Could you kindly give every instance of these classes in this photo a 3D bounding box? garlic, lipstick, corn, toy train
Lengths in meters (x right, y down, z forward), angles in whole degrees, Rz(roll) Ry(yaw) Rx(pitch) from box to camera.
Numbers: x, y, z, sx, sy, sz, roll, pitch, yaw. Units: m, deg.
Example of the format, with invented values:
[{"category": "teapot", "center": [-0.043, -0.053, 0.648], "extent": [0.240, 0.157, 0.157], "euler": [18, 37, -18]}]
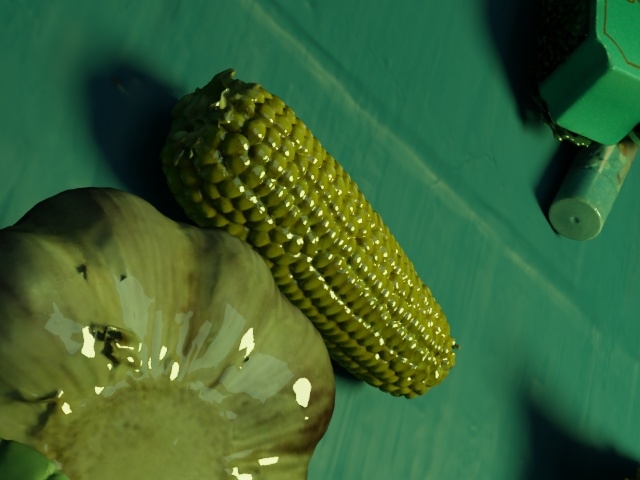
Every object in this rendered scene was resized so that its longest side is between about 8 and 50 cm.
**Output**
[{"category": "garlic", "center": [-0.119, 0.092, 0.669], "extent": [0.245, 0.160, 0.245], "euler": [-6, 101, -35]}, {"category": "lipstick", "center": [0.244, -0.066, 1.194], "extent": [0.048, 0.048, 0.158], "euler": [55, 45, -22]}, {"category": "corn", "center": [-0.002, 0.004, 0.869], "extent": [0.260, 0.091, 0.091], "euler": [47, 63, -31]}, {"category": "toy train", "center": [0.268, -0.169, 1.169], "extent": [0.163, 0.112, 0.203], "euler": [21, 52, -17]}]

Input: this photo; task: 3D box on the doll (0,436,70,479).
[{"category": "doll", "center": [-0.231, 0.149, 0.470], "extent": [0.284, 0.216, 0.268], "euler": [18, 55, -2]}]

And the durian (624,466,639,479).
[{"category": "durian", "center": [0.290, 0.259, 1.085], "extent": [0.196, 0.185, 0.305], "euler": [-52, 128, -13]}]
